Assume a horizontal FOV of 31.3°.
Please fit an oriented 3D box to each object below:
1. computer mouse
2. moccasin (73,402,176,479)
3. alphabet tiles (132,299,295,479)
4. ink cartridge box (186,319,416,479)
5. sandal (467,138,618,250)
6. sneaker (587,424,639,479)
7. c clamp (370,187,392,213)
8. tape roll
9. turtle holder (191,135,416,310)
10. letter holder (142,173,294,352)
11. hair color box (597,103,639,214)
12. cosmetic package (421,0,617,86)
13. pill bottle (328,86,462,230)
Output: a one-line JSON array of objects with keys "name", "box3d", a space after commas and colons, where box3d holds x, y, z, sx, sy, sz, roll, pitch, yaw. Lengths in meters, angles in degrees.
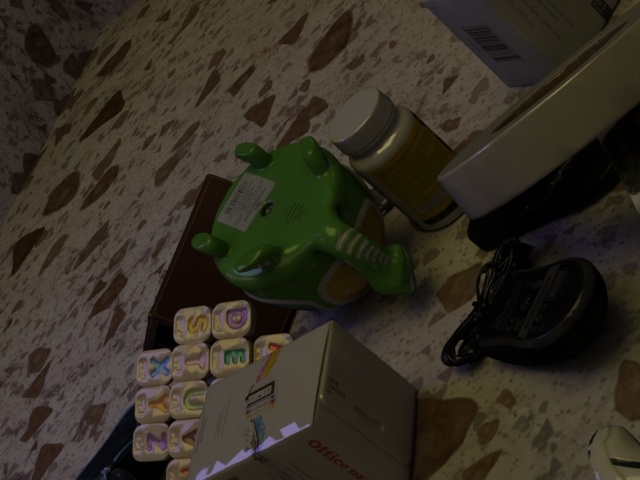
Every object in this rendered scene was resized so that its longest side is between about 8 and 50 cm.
[{"name": "computer mouse", "box3d": [0.257, 0.084, 1.332, 0.188, 0.072, 0.272, -59, 15, -12]}, {"name": "moccasin", "box3d": [-0.307, 0.377, 1.757, 0.116, 0.137, 0.342, -13, 46, 45]}, {"name": "alphabet tiles", "box3d": [-0.160, 0.231, 1.669, 0.278, 0.021, 0.284, -8, 70, 26]}, {"name": "ink cartridge box", "box3d": [-0.021, 0.247, 1.432, 0.232, 0.171, 0.168, -31, 33, 33]}, {"name": "sandal", "box3d": [0.288, -0.067, 1.478, 0.254, 0.054, 0.097, -35, 31, 29]}, {"name": "sneaker", "box3d": [0.341, 0.216, 0.993, 0.153, 0.094, 0.235, -43, 28, 13]}, {"name": "c clamp", "box3d": [0.066, -0.029, 1.815, 0.161, 0.022, 0.137, -46, 27, 8]}, {"name": "tape roll", "box3d": [0.308, -0.173, 1.386, 0.392, 0.072, 0.392, -41, 1, 1]}, {"name": "turtle holder", "box3d": [-0.001, -0.015, 1.657, 0.320, 0.227, 0.243, -17, 50, 38]}, {"name": "letter holder", "box3d": [-0.142, 0.075, 1.899, 0.152, 0.214, 0.302, 111, 178, -54]}, {"name": "hair color box", "box3d": [0.492, -0.161, 1.214, 0.374, 0.113, 0.185, -41, 27, 21]}, {"name": "cosmetic package", "box3d": [0.347, -0.443, 1.690, 0.385, 0.217, 0.156, -59, 27, -12]}, {"name": "pill bottle", "box3d": [0.117, -0.118, 1.637, 0.119, 0.208, 0.119, -37, 30, 26]}]
